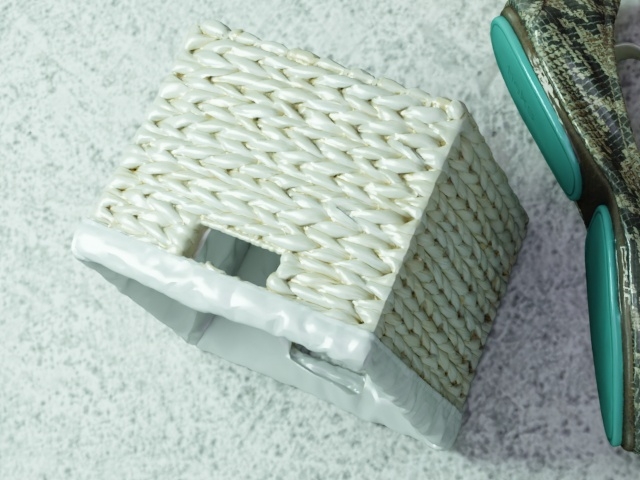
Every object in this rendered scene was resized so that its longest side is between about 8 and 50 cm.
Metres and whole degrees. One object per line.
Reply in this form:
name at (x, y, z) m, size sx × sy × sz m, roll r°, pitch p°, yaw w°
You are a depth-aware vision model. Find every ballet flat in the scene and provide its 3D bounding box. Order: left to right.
ballet flat at (0.306, -0.041, 1.923) m, size 0.182 × 0.164 × 0.483 m, roll -12°, pitch 68°, yaw -4°

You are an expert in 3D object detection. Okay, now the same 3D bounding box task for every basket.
basket at (0.000, 0.000, 1.926) m, size 0.328 × 0.331 × 0.266 m, roll 21°, pitch 77°, yaw 24°
